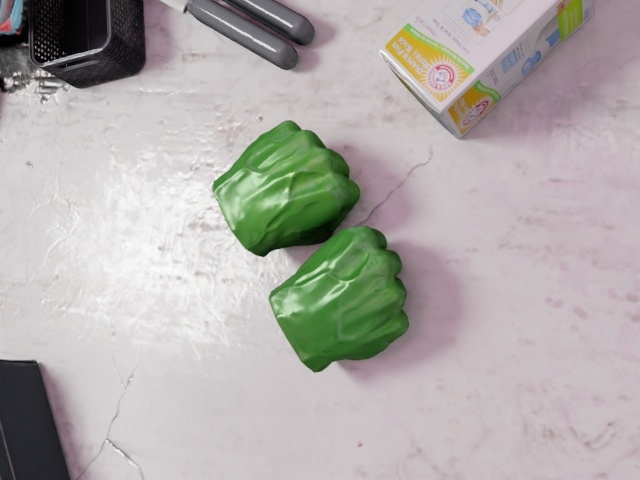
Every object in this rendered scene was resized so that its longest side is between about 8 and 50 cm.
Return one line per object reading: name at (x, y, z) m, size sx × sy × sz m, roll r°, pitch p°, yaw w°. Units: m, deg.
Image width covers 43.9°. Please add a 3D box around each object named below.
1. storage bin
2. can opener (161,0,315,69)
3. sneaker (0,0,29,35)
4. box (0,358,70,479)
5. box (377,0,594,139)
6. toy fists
storage bin at (-0.307, -0.305, 1.043) m, size 0.122 × 0.084 × 0.180 m, roll -9°, pitch 77°, yaw 18°
can opener at (-0.136, -0.304, 0.984) m, size 0.280 × 0.093 × 0.074 m, roll 35°, pitch 92°, yaw 17°
sneaker at (-0.460, -0.315, 1.025) m, size 0.262 × 0.125 × 0.104 m, roll -8°, pitch 81°, yaw 50°
box at (-0.410, 0.298, 0.963) m, size 0.184 × 0.103 × 0.261 m, roll -27°, pitch 72°, yaw 16°
box at (0.176, -0.222, 0.840) m, size 0.203 × 0.114 × 0.103 m, roll -43°, pitch 71°, yaw 8°
toy fists at (0.000, 0.000, 0.877) m, size 0.142 × 0.096 × 0.279 m, roll -34°, pitch 72°, yaw 21°
